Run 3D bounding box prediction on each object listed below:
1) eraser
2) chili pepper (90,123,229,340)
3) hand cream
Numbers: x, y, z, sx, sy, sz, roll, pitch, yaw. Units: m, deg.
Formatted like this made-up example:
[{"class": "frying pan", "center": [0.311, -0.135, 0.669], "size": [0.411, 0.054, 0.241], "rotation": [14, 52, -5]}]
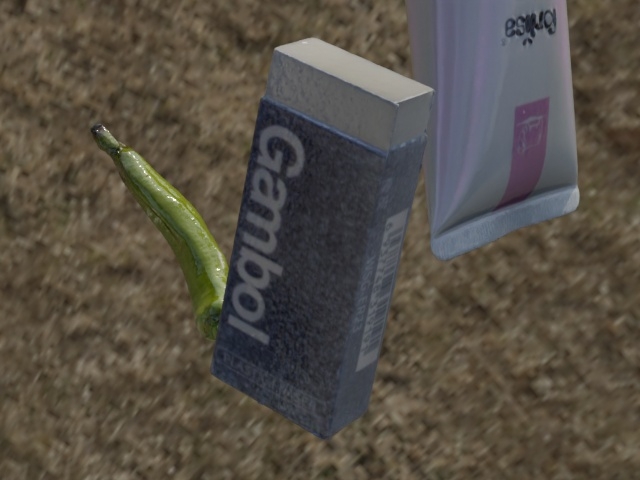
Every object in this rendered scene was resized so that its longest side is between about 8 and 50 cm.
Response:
[{"class": "eraser", "center": [0.000, 0.000, 1.039], "size": [0.092, 0.212, 0.046], "rotation": [27, 30, 27]}, {"class": "chili pepper", "center": [-0.108, -0.005, 1.395], "size": [0.049, 0.043, 0.208], "rotation": [-24, 67, -20]}, {"class": "hand cream", "center": [0.120, -0.177, 1.329], "size": [0.185, 0.118, 0.358], "rotation": [-21, 107, -48]}]
